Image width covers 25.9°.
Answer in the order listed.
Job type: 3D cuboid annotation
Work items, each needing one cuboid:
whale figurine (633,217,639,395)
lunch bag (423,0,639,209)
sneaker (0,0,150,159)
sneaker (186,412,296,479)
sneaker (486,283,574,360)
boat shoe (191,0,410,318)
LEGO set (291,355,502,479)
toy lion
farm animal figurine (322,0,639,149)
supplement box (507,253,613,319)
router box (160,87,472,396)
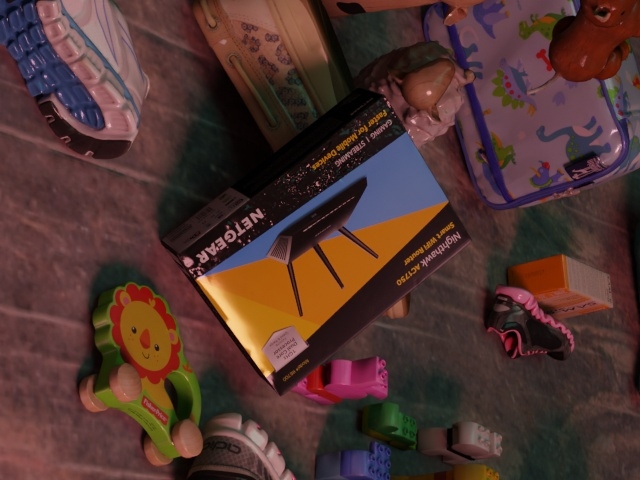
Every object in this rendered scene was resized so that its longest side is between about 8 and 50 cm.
[{"bbox_3d":[0.403,0.060,1.542,0.216,0.141,0.272,29,79,-46],"label":"whale figurine"},{"bbox_3d":[0.196,-0.144,1.267,0.090,0.176,0.219,-12,85,-50],"label":"lunch bag"},{"bbox_3d":[-0.165,-0.147,0.867,0.190,0.071,0.083,64,29,-29],"label":"sneaker"},{"bbox_3d":[-0.034,0.198,0.912,0.170,0.063,0.075,56,38,-17],"label":"sneaker"},{"bbox_3d":[0.191,0.089,1.292,0.119,0.047,0.057,39,67,-38],"label":"sneaker"},{"bbox_3d":[-0.005,-0.067,1.049,0.104,0.089,0.285,-73,144,-75],"label":"boat shoe"},{"bbox_3d":[0.079,0.160,1.055,0.227,0.093,0.087,30,54,-45],"label":"LEGO set"},{"bbox_3d":[-0.109,0.079,0.883,0.100,0.034,0.096,49,35,-33],"label":"toy lion"},{"bbox_3d":[0.086,-0.241,1.029,0.172,0.327,0.330,-33,102,-49],"label":"farm animal figurine"},{"bbox_3d":[0.231,0.046,1.338,0.098,0.062,0.036,19,61,-49],"label":"supplement box"},{"bbox_3d":[0.000,0.000,0.962,0.179,0.046,0.133,-39,115,-10],"label":"router box"}]
